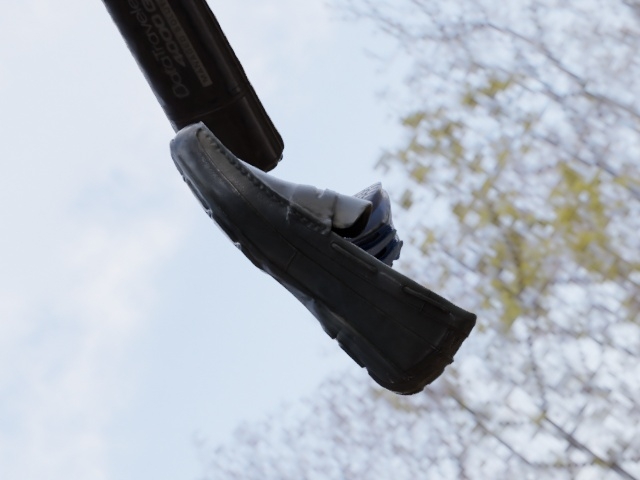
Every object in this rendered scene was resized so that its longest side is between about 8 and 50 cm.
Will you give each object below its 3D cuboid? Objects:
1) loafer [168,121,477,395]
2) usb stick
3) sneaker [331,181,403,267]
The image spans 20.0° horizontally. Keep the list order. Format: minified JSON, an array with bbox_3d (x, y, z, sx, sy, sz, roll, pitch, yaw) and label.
[{"bbox_3d":[0.000,0.000,1.127,0.078,0.223,0.076,-47,-7,2],"label":"loafer"},{"bbox_3d":[-0.114,-0.158,1.404,0.077,0.045,0.278,-19,-59,17],"label":"usb stick"},{"bbox_3d":[0.030,-0.002,1.224,0.053,0.059,0.144,-27,-4,2],"label":"sneaker"}]
